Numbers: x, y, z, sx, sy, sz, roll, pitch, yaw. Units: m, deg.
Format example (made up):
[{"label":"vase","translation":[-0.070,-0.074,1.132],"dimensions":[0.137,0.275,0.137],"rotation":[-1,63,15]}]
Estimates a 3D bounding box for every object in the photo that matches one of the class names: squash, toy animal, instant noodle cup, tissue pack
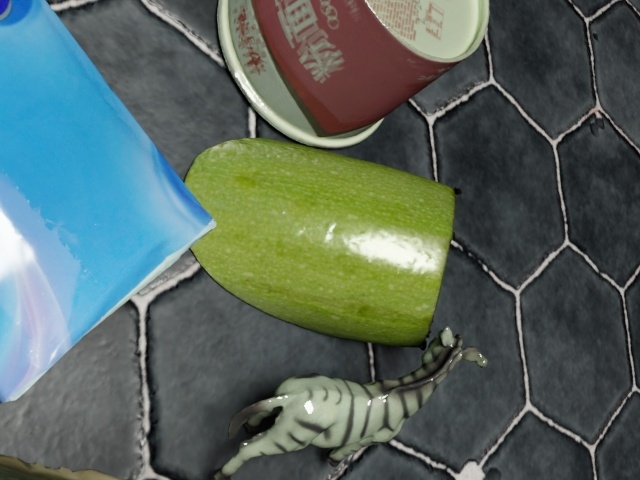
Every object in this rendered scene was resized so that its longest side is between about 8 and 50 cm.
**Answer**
[{"label":"squash","translation":[0.000,0.000,0.704],"dimensions":[0.260,0.189,0.189],"rotation":[11,72,3]},{"label":"toy animal","translation":[0.024,0.142,0.595],"dimensions":[0.217,0.176,0.073],"rotation":[2,50,-37]},{"label":"instant noodle cup","translation":[0.039,-0.228,0.673],"dimensions":[0.234,0.178,0.235],"rotation":[9,73,-34]},{"label":"tissue pack","translation":[-0.237,-0.050,0.461],"dimensions":[0.198,0.146,0.263],"rotation":[-46,108,-33]}]

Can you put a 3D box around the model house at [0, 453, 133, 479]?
[{"label":"model house","translation":[-0.164,0.290,0.272],"dimensions":[0.395,0.445,0.400],"rotation":[33,62,-30]}]
